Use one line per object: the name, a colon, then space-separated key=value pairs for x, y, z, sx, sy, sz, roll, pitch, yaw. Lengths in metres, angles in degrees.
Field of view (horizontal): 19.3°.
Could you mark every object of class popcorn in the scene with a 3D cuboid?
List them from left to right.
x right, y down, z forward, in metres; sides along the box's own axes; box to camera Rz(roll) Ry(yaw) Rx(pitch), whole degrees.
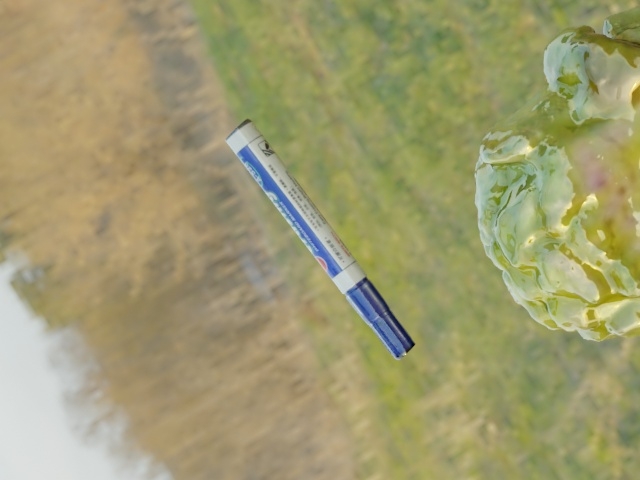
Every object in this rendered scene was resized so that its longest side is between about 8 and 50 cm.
popcorn: x=0.226 y=-0.051 z=1.365 sx=0.259 sy=0.259 sz=0.212 roll=60 pitch=174 yaw=-4

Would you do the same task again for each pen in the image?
pen: x=0.000 y=0.000 z=1.345 sx=0.204 sy=0.025 sz=0.025 roll=53 pitch=173 yaw=4
